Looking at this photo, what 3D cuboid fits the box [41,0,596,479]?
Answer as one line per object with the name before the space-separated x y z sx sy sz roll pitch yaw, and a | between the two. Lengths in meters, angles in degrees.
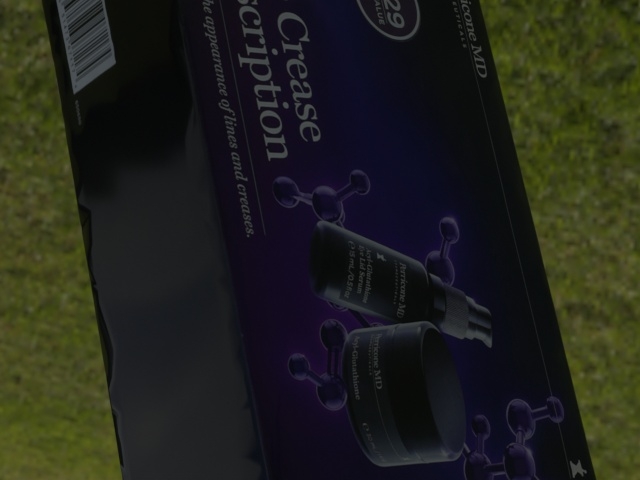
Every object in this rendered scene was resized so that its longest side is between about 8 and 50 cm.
box | 0.000 0.000 0.601 0.184 0.261 0.103 1 162 -43
